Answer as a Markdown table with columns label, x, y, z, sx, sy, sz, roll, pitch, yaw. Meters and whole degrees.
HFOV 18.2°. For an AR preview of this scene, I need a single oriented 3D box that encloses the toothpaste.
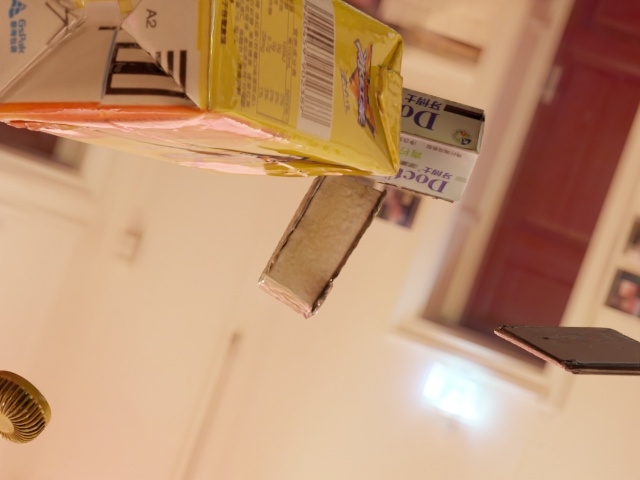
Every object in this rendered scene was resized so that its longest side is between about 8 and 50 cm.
| label | x | y | z | sx | sy | sz | roll | pitch | yaw |
| --- | --- | --- | --- | --- | --- | --- | --- | --- | --- |
| toothpaste | -0.008 | -0.126 | 1.990 | 0.336 | 0.067 | 0.081 | 15 | 142 | -2 |

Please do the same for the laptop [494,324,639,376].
| label | x | y | z | sx | sy | sz | roll | pitch | yaw |
| --- | --- | --- | --- | --- | --- | --- | --- | --- | --- |
| laptop | 0.248 | 0.100 | 1.815 | 0.129 | 0.016 | 0.180 | 2 | -171 | -17 |

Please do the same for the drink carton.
| label | x | y | z | sx | sy | sz | roll | pitch | yaw |
| --- | --- | --- | --- | --- | --- | --- | --- | --- | --- |
| drink carton | -0.070 | -0.109 | 1.260 | 0.154 | 0.111 | 0.351 | 1 | 177 | 19 |

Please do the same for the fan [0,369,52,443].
| label | x | y | z | sx | sy | sz | roll | pitch | yaw |
| --- | --- | --- | --- | --- | --- | --- | --- | --- | --- |
| fan | -0.360 | 0.160 | 2.137 | 0.155 | 0.039 | 0.082 | 36 | 143 | 6 |

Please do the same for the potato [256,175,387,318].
| label | x | y | z | sx | sy | sz | roll | pitch | yaw |
| --- | --- | --- | --- | --- | --- | --- | --- | --- | --- |
| potato | -0.001 | 0.002 | 1.663 | 0.061 | 0.122 | 0.086 | 31 | 166 | -3 |
